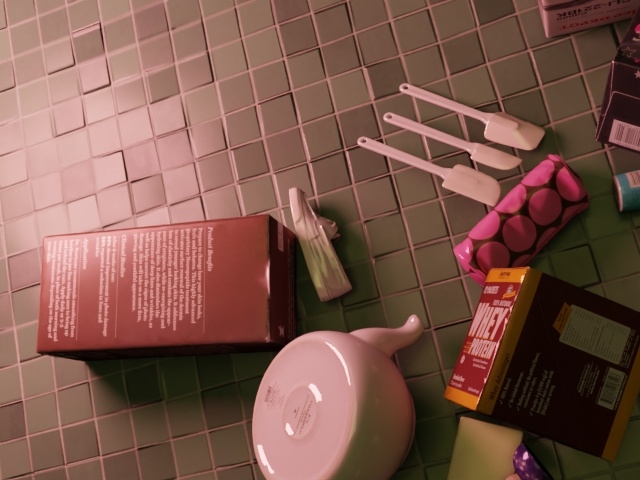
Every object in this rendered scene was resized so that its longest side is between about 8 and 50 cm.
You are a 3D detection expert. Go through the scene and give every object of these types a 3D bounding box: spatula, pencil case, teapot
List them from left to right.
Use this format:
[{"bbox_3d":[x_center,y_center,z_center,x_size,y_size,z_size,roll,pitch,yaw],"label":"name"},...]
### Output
[{"bbox_3d":[0.040,0.256,1.237,0.256,0.187,0.252,-41,47,32],"label":"teapot"},{"bbox_3d":[0.192,-0.153,1.340,0.242,0.019,0.168,25,67,27],"label":"spatula"},{"bbox_3d":[0.289,-0.020,1.265,0.209,0.095,0.098,-47,70,0],"label":"pencil case"}]

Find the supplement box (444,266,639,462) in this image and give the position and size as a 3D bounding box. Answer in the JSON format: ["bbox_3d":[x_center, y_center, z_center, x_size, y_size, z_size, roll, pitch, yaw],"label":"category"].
[{"bbox_3d":[0.297,0.156,1.162,0.194,0.129,0.191,22,84,-8],"label":"supplement box"}]

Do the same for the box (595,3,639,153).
[{"bbox_3d":[0.515,-0.191,1.183,0.247,0.163,0.142,22,61,21],"label":"box"}]

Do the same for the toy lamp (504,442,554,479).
[{"bbox_3d":[0.168,0.364,1.112,0.275,0.080,0.080,-41,70,6],"label":"toy lamp"}]

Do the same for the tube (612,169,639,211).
[{"bbox_3d":[0.514,-0.084,1.236,0.207,0.052,0.080,-10,77,9],"label":"tube"}]

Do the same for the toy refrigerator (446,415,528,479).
[{"bbox_3d":[0.210,0.378,1.192,0.094,0.102,0.269,10,80,19],"label":"toy refrigerator"}]

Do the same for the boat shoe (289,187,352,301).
[{"bbox_3d":[0.000,0.000,1.366,0.063,0.066,0.184,-18,70,-2],"label":"boat shoe"}]

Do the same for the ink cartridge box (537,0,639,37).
[{"bbox_3d":[0.391,-0.398,1.225,0.197,0.273,0.114,-11,78,14],"label":"ink cartridge box"}]

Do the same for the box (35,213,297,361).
[{"bbox_3d":[-0.233,0.079,1.378,0.382,0.143,0.191,-5,76,18],"label":"box"}]
